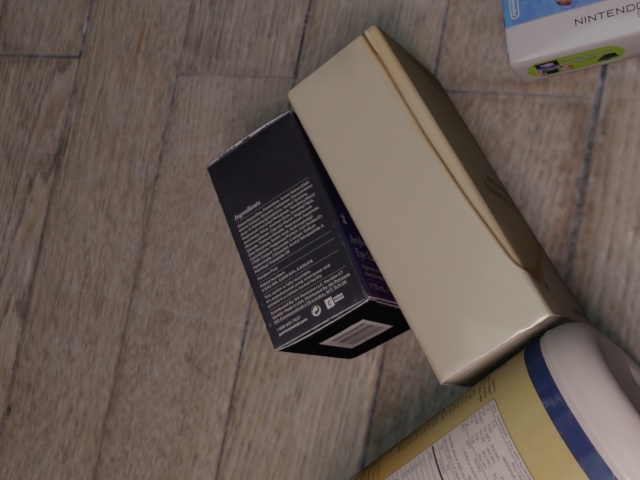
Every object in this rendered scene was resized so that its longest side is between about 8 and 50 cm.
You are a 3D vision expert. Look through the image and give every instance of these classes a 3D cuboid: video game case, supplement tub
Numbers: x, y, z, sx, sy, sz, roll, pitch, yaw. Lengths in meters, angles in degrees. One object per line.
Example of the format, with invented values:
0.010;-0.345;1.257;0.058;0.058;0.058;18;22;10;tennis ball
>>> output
0.285;-0.305;0.839;0.244;0.061;0.270;-10;76;26;video game case
0.149;0.239;0.718;0.316;0.228;0.228;-41;64;17;supplement tub

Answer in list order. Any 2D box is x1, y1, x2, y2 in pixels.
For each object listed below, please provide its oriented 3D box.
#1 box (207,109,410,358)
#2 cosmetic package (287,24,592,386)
0.000;0.000;0.889;0.108;0.153;0.207;-31;68;21;box
0.107;-0.027;0.831;0.113;0.160;0.310;-36;67;18;cosmetic package
